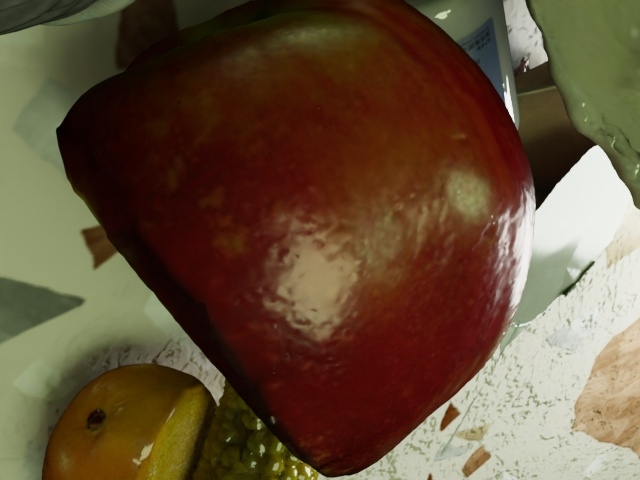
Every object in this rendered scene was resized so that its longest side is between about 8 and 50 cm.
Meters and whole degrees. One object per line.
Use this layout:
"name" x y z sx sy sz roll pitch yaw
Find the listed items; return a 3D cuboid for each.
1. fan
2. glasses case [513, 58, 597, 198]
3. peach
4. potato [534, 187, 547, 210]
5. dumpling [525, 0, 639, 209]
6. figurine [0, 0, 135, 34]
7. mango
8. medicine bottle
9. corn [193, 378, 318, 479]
"fan" 0.172 0.055 0.747 0.182 0.010 0.310 9 114 -53
"glasses case" 0.183 -0.082 0.753 0.102 0.070 0.193 -11 139 11
"peach" 0.000 0.000 0.508 0.245 0.249 0.275 -16 117 15
"potato" 0.098 0.031 0.744 0.225 0.090 0.117 -31 141 5
"dumpling" 0.229 -0.163 0.566 0.315 0.395 0.233 31 149 -11
"figurine" -0.127 -0.131 0.351 0.377 0.266 0.361 5 126 -37
"mango" -0.148 0.183 0.703 0.141 0.102 0.217 -44 150 -40
"medicine bottle" 0.083 -0.110 0.621 0.102 0.103 0.187 -32 136 -10
"corn" -0.035 0.127 0.673 0.097 0.097 0.320 16 89 -42
